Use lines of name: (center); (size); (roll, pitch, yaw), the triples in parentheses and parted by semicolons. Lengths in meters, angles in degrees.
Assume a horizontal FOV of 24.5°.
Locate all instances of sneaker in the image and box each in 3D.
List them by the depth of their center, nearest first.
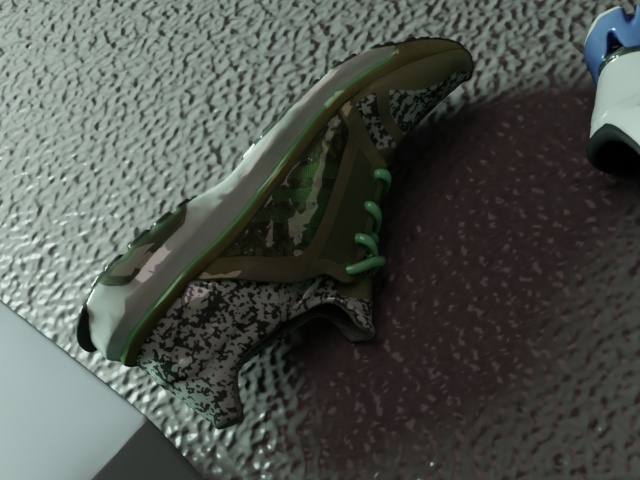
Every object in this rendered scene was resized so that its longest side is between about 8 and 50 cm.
sneaker: (0.339, -0.085, 1.124); (0.316, 0.127, 0.182); (0, 59, 33)
sneaker: (0.000, 0.000, 1.234); (0.410, 0.158, 0.182); (-43, 80, -12)

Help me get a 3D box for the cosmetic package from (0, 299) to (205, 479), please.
cosmetic package: (-0.191, 0.178, 1.097); (0.224, 0.224, 0.138); (31, 73, 38)
